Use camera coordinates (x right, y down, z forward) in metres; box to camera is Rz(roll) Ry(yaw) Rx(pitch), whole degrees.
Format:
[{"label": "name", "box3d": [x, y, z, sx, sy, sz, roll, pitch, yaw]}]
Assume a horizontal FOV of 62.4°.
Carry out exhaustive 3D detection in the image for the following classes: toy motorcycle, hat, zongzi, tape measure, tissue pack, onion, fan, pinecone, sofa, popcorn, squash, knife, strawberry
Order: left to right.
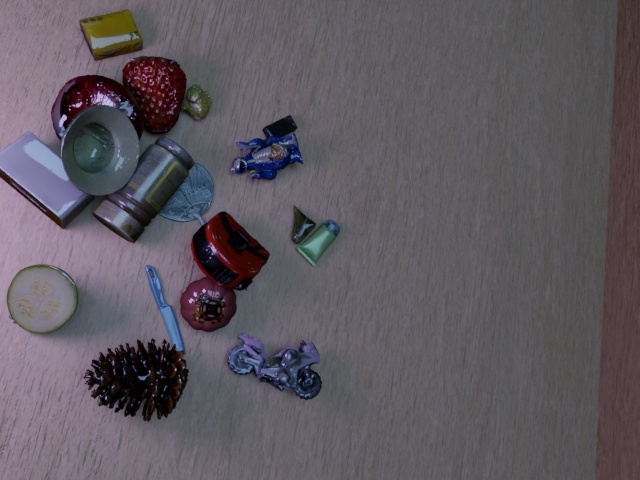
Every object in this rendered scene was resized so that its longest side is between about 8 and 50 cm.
[{"label": "squash", "box3d": [-0.773, 0.165, 1.458, 0.189, 0.260, 0.189, 4, 81, -25]}, {"label": "tissue pack", "box3d": [-0.807, -0.174, 1.555, 0.246, 0.159, 0.136, 43, 67, -10]}, {"label": "hat", "box3d": [-0.659, -0.266, 1.509, 0.257, 0.130, 0.257, -38, 137, -46]}, {"label": "onion", "box3d": [-0.681, -0.379, 1.649, 0.272, 0.195, 0.272, 1, 107, 2]}, {"label": "tissue pack", "box3d": [-0.684, -0.673, 1.731, 0.169, 0.082, 0.120, -25, 93, -25]}, {"label": "pinecone", "box3d": [-0.532, 0.404, 1.536, 0.292, 0.246, 0.246, 7, 79, -20]}, {"label": "strawberry", "box3d": [-0.533, -0.470, 1.719, 0.205, 0.205, 0.244, -6, 103, -24]}, {"label": "knife", "box3d": [-0.497, 0.224, 1.701, 0.044, 0.019, 0.313, -20, 91, -27]}, {"label": "fan", "box3d": [-0.430, -0.148, 1.793, 0.294, 0.012, 0.223, 31, 70, -15]}, {"label": "popcorn", "box3d": [-0.421, -0.474, 1.813, 0.109, 0.089, 0.097, 65, 30, -11]}, {"label": "tape measure", "box3d": [-0.289, 0.041, 1.698, 0.114, 0.260, 0.253, -39, 104, 21]}, {"label": "toy motorcycle", "box3d": [-0.137, 0.398, 1.766, 0.327, 0.143, 0.188, 22, 64, -3]}, {"label": "sofa", "box3d": [-0.148, -0.410, 1.941, 0.118, 0.039, 0.060, -32, 93, -24]}, {"label": "zongzi", "box3d": [-0.089, -0.056, 1.906, 0.113, 0.052, 0.104, 43, 73, 3]}]

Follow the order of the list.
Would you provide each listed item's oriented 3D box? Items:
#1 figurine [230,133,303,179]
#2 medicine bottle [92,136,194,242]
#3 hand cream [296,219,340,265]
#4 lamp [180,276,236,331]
[{"label": "figurine", "box3d": [-0.193, -0.298, 1.868, 0.262, 0.120, 0.164, -9, 123, -17]}, {"label": "medicine bottle", "box3d": [-0.547, -0.163, 1.658, 0.151, 0.151, 0.322, 38, 72, -13]}, {"label": "hand cream", "box3d": [0.000, 0.000, 1.935, 0.095, 0.046, 0.175, 46, 74, -11]}, {"label": "lamp", "box3d": [-0.360, 0.203, 1.701, 0.182, 0.140, 0.182, -2, 98, -14]}]
